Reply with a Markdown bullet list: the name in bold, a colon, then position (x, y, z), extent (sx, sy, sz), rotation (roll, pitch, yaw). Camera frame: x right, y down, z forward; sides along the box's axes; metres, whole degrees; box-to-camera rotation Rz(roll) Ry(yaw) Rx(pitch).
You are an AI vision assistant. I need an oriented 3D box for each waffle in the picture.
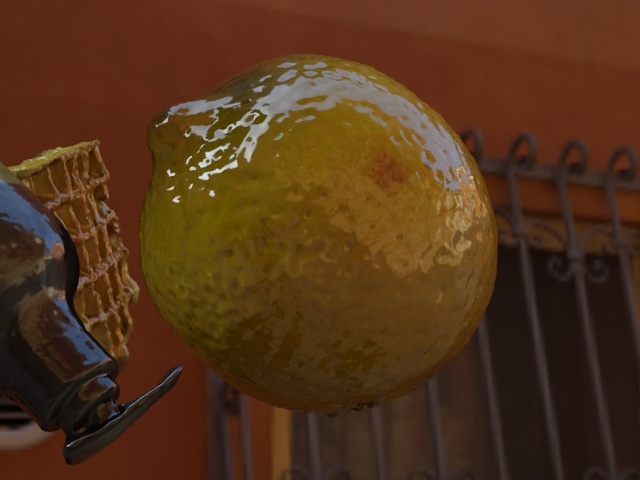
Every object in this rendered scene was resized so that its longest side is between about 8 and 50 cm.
- **waffle**: position (-0.229, 0.030, 1.268), extent (0.057, 0.219, 0.229), rotation (-12, 10, 10)

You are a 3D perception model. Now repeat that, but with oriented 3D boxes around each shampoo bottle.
- **shampoo bottle**: position (-0.189, -0.003, 0.661), extent (0.101, 0.284, 0.101), rotation (-42, -18, -17)

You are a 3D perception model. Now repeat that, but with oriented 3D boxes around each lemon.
- **lemon**: position (-0.005, -0.005, 0.911), extent (0.228, 0.228, 0.253), rotation (-13, -41, 28)
